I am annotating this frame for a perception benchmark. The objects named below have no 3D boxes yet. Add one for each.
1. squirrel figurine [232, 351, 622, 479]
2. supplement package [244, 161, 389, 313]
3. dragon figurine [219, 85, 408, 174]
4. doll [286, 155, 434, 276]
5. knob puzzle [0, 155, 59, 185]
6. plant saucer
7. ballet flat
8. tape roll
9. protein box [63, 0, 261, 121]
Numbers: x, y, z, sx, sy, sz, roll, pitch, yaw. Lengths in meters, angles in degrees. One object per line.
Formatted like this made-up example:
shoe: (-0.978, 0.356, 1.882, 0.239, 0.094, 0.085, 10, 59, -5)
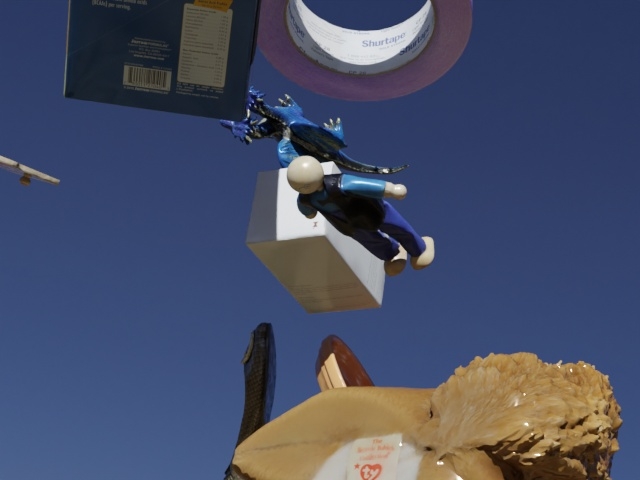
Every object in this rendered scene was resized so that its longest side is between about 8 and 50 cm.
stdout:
squirrel figurine: (0.164, 0.295, 1.401, 0.397, 0.281, 0.370, -39, -47, 4)
supplement package: (0.000, 0.000, 1.686, 0.105, 0.105, 0.179, -6, -33, 25)
dragon figurine: (-0.015, -0.136, 2.007, 0.289, 0.085, 0.144, 31, 17, -8)
doll: (0.038, -0.031, 1.406, 0.129, 0.046, 0.189, -16, -40, 42)
knob puzzle: (-0.551, -0.129, 2.287, 0.213, 0.030, 0.213, 21, -4, 2)
plant saucer: (0.047, 0.211, 1.718, 0.037, 0.200, 0.200, -30, -34, 8)
ballet flat: (-0.092, 0.223, 1.746, 0.058, 0.250, 0.084, 7, 12, 8)
tape roll: (0.051, -0.301, 1.730, 0.275, 0.090, 0.275, 3, -41, 3)
protein box: (-0.165, -0.258, 1.511, 0.200, 0.136, 0.201, 8, -61, -2)
